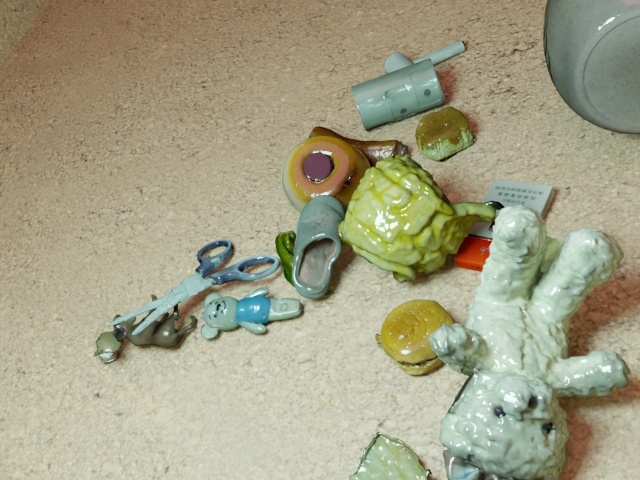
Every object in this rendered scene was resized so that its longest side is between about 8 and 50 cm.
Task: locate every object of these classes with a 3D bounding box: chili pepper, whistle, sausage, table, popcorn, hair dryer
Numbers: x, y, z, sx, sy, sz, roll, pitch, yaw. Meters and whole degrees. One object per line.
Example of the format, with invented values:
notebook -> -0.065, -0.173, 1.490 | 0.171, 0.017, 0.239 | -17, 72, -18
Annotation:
chili pepper -> -0.054, 0.058, 1.646 | 0.073, 0.072, 0.204 | -41, 48, 10
whistle -> -0.157, 0.154, 1.598 | 0.235, 0.077, 0.114 | -7, 57, 16
sausage -> 0.083, -0.230, 1.862 | 0.302, 0.076, 0.103 | 15, 48, 34
table -> 0.204, -0.383, 1.917 | 0.219, 0.126, 0.126 | -17, 43, 9
popcorn -> 0.178, -0.045, 1.519 | 0.293, 0.292, 0.237 | 40, 110, 45
hair dryer -> 0.310, -0.496, 2.040 | 0.236, 0.073, 0.131 | -23, 43, -11

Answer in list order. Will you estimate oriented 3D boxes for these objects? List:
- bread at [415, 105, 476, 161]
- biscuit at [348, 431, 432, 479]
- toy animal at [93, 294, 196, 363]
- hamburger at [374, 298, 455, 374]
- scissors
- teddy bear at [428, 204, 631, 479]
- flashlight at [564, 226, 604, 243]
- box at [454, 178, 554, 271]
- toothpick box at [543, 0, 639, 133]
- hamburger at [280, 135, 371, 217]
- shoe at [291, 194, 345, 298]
bread -> 0.300, -0.264, 1.798 | 0.140, 0.069, 0.128 | -28, 41, -5
biscuit -> 0.088, 0.462, 1.203 | 0.187, 0.036, 0.273 | 26, 62, 41
toy animal -> -0.407, 0.206, 1.649 | 0.214, 0.094, 0.186 | 4, 47, 33
hamburger -> 0.185, 0.181, 1.402 | 0.147, 0.083, 0.138 | -30, 38, -9
scissors -> -0.300, 0.107, 1.656 | 0.383, 0.029, 0.256 | -32, 34, -33
teddy bear -> 0.331, 0.201, 1.152 | 0.327, 0.376, 0.362 | 18, 33, 1
flashlight -> 0.480, 0.055, 1.414 | 0.200, 0.048, 0.093 | -44, 45, -16
box -> 0.392, -0.030, 1.548 | 0.139, 0.035, 0.245 | 12, 54, 34
toothpick box -> 0.690, -0.469, 1.567 | 0.408, 0.409, 0.425 | -6, 40, 20
hamburger -> 0.014, -0.149, 1.755 | 0.236, 0.147, 0.237 | -3, 72, 10
shoe -> 0.000, 0.000, 1.586 | 0.103, 0.100, 0.251 | 13, 66, -7
